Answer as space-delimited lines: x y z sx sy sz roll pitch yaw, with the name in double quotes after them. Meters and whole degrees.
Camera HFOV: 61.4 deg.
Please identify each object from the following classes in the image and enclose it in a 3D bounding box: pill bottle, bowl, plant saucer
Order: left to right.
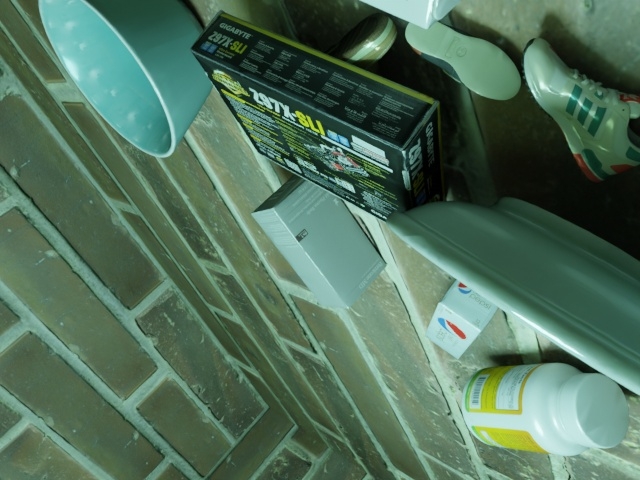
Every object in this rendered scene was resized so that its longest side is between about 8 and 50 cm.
-0.302 -0.315 0.920 0.311 0.163 0.311 35 154 20 "bowl"
0.350 0.267 0.860 0.136 0.136 0.246 46 155 -4 "pill bottle"
0.264 0.047 0.585 0.400 0.100 0.400 31 -172 -5 "plant saucer"

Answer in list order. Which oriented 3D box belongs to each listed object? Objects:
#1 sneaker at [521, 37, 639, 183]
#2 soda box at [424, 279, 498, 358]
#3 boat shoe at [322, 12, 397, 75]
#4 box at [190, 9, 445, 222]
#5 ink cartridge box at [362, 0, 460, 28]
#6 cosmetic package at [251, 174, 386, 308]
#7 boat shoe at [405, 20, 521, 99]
0.257 -0.132 0.508 0.075 0.057 0.161 -24 109 45 "sneaker"
0.226 0.125 0.867 0.074 0.069 0.216 35 165 18 "soda box"
0.049 -0.219 0.673 0.072 0.068 0.190 39 169 -19 "boat shoe"
0.009 -0.146 0.729 0.322 0.079 0.257 31 167 24 "box"
0.022 -0.339 0.455 0.278 0.117 0.201 34 152 23 "ink cartridge box"
0.000 0.000 0.993 0.238 0.127 0.107 51 155 -17 "cosmetic package"
0.152 -0.193 0.574 0.137 0.049 0.043 35 -164 14 "boat shoe"
